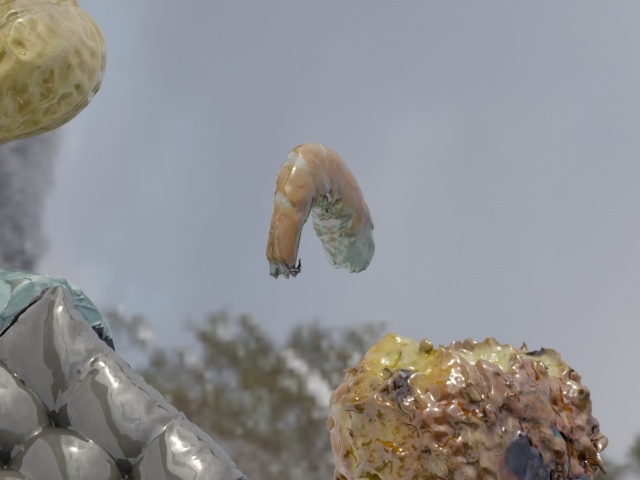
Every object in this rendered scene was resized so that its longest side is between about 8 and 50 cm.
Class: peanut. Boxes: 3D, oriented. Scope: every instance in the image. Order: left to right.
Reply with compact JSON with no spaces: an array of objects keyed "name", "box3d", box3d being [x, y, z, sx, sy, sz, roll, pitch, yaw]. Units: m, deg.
[{"name":"peanut","box3d":[-0.329,-0.151,1.834,0.147,0.305,0.147,28,-50,39]}]

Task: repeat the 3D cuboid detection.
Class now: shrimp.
[{"name":"shrimp","box3d":[0.000,0.000,1.680,0.166,0.049,0.161,-71,147,-47]}]

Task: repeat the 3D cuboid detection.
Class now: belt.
[{"name":"belt","box3d":[-0.275,0.116,1.897,0.078,0.151,0.198,10,-49,43]}]

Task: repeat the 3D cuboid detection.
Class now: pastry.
[{"name":"pastry","box3d":[0.180,0.285,2.356,0.405,0.292,0.337,7,86,-58]}]

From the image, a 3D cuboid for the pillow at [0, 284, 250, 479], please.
[{"name":"pillow","box3d":[-0.140,0.197,1.164,0.326,0.228,0.101,43,-29,15]}]
